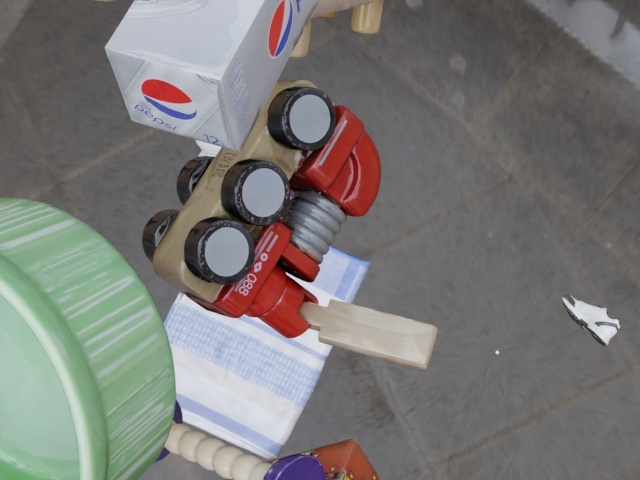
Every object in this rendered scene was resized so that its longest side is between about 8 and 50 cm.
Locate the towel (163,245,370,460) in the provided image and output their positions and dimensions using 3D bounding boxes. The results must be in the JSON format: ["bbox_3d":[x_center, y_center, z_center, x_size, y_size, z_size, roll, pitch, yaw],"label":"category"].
[{"bbox_3d":[-0.088,0.112,1.555,0.209,0.034,0.285,26,91,-1],"label":"towel"}]

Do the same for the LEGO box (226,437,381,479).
[{"bbox_3d":[0.035,0.547,1.440,0.193,0.372,0.500,-21,111,30],"label":"LEGO box"}]

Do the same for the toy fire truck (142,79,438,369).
[{"bbox_3d":[0.000,0.000,1.150,0.246,0.158,0.217,39,74,-30],"label":"toy fire truck"}]

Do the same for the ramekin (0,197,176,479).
[{"bbox_3d":[-0.263,0.112,0.988,0.303,0.148,0.303,9,111,25],"label":"ramekin"}]

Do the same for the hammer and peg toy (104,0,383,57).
[{"bbox_3d":[-0.103,-0.332,1.497,0.361,0.266,0.127,18,115,25],"label":"hammer and peg toy"}]

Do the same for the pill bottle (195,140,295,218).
[{"bbox_3d":[-0.102,-0.076,1.976,0.169,0.169,0.301,-14,120,7],"label":"pill bottle"}]

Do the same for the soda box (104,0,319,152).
[{"bbox_3d":[-0.055,-0.214,0.971,0.098,0.091,0.286,17,62,16],"label":"soda box"}]

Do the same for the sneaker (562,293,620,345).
[{"bbox_3d":[0.410,0.114,1.884,0.044,0.040,0.109,-42,50,-4],"label":"sneaker"}]

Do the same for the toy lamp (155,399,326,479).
[{"bbox_3d":[-0.116,0.201,1.190,0.275,0.080,0.080,15,87,45],"label":"toy lamp"}]
